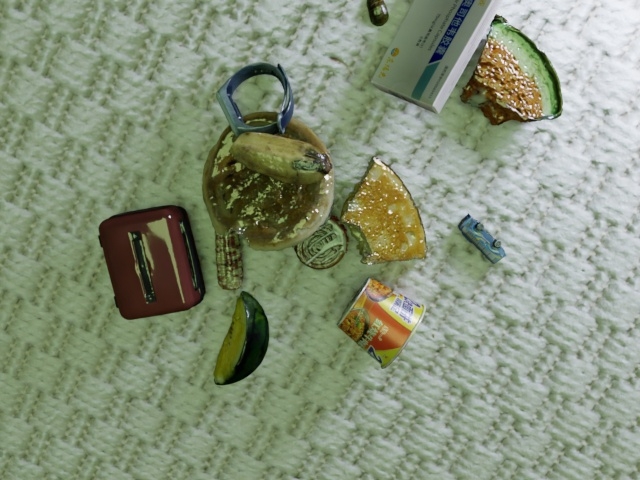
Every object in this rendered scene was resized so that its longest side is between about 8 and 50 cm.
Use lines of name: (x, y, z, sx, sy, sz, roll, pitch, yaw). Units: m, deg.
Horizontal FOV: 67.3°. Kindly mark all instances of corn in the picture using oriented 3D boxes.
corn: (-0.262, 0.022, 1.350, 0.080, 0.079, 0.236, -5, 98, 4)

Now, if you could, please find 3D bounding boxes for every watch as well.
watch: (-0.158, -0.360, 1.247, 0.193, 0.068, 0.206, -27, 73, -3)

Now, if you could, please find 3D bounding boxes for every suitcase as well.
suitcase: (-0.456, 0.059, 1.322, 0.237, 0.161, 0.296, -11, 98, 3)

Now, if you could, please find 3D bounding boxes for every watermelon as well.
watermelon: (-0.232, 0.308, 1.403, 0.129, 0.123, 0.300, 28, 102, 30)

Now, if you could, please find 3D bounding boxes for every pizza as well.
pizza: (0.159, -0.053, 1.300, 0.223, 0.089, 0.323, -33, 104, -14)

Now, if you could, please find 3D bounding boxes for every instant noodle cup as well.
instant noodle cup: (0.156, 0.214, 1.308, 0.174, 0.213, 0.213, 34, 100, 5)

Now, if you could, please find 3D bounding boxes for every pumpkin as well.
pumpkin: (0.147, -0.603, 1.249, 0.050, 0.028, 0.083, -21, 94, 8)

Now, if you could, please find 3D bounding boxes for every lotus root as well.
lotus root: (-0.096, -0.206, 1.196, 0.259, 0.097, 0.110, 17, 68, 3)

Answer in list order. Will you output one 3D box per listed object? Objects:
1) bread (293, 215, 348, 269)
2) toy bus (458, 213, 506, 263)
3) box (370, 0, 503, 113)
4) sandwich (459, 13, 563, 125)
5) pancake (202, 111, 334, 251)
bread: (0.000, 0.000, 1.335, 0.161, 0.073, 0.160, 1, 98, 4)
toy bus: (0.446, -0.005, 1.326, 0.153, 0.051, 0.061, 44, 105, -5)
box: (0.292, -0.509, 1.192, 0.200, 0.065, 0.343, 34, 101, 30)
sandwich: (0.488, -0.404, 1.232, 0.292, 0.109, 0.212, 37, 108, 1)
pancake: (-0.140, -0.149, 1.280, 0.383, 0.071, 0.381, -1, 84, 7)
